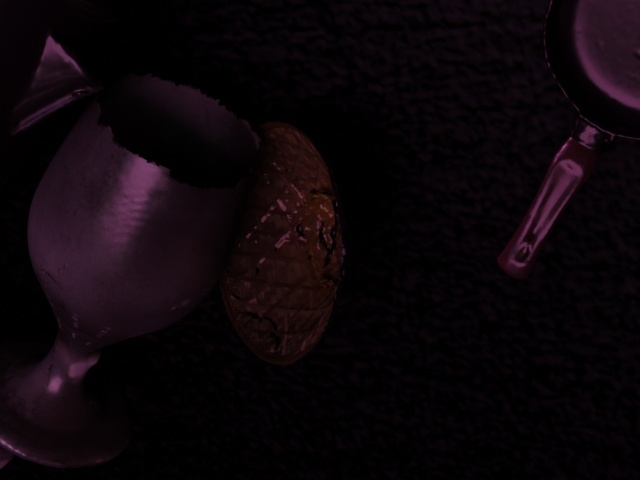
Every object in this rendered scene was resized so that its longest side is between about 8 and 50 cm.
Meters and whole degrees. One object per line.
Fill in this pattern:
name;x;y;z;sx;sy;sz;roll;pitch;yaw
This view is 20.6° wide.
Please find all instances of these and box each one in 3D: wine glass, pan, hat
wine glass;-0.130;0.021;1.077;0.126;0.126;0.241;31;123;6
pan;0.157;-0.069;0.962;0.115;0.040;0.212;30;115;6
hat;0.000;0.000;1.055;0.146;0.067;0.146;4;95;57

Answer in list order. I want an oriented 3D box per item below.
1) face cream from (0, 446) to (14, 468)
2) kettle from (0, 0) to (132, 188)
face cream;-0.299;0.046;1.158;0.082;0.082;0.269;-39;79;32
kettle;-0.243;-0.148;1.015;0.290;0.207;0.268;-35;71;25
